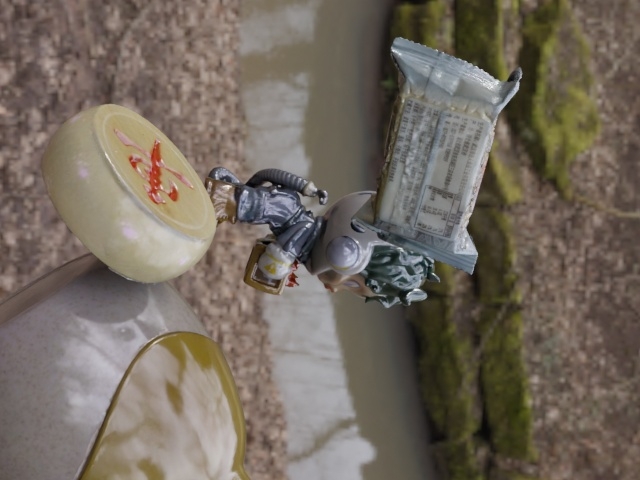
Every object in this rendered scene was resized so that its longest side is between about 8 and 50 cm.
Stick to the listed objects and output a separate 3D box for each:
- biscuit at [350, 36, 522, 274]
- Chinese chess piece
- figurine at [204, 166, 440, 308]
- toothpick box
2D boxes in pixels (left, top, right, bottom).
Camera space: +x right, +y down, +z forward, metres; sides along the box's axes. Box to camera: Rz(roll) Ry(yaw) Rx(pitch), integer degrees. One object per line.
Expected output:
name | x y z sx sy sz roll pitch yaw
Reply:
biscuit | 0.148 -0.108 1.581 0.079 0.186 0.309 -59 163 -50
Chinese chess piece | -0.246 -0.063 1.549 0.251 0.097 0.251 45 21 -22
figurine | 0.000 0.002 1.799 0.261 0.382 0.186 -93 -164 -75
toothpick box | -0.316 0.264 1.674 0.425 0.409 0.409 59 37 -12
